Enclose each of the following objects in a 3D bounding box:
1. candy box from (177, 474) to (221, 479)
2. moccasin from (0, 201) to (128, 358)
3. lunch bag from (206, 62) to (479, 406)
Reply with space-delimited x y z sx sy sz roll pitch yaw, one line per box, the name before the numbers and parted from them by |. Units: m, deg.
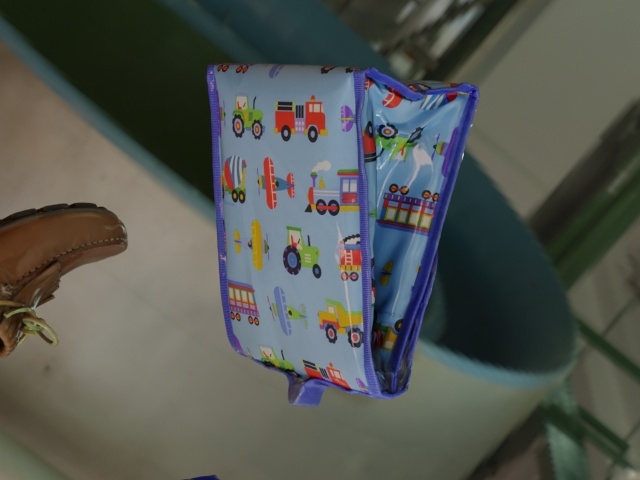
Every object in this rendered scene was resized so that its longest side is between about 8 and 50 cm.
candy box | -0.127 0.410 1.424 0.122 0.268 0.317 5 123 -54
moccasin | -0.347 0.070 1.675 0.380 0.147 0.139 -28 176 -44
lunch bag | 0.000 0.000 1.423 0.221 0.138 0.293 10 -86 52
